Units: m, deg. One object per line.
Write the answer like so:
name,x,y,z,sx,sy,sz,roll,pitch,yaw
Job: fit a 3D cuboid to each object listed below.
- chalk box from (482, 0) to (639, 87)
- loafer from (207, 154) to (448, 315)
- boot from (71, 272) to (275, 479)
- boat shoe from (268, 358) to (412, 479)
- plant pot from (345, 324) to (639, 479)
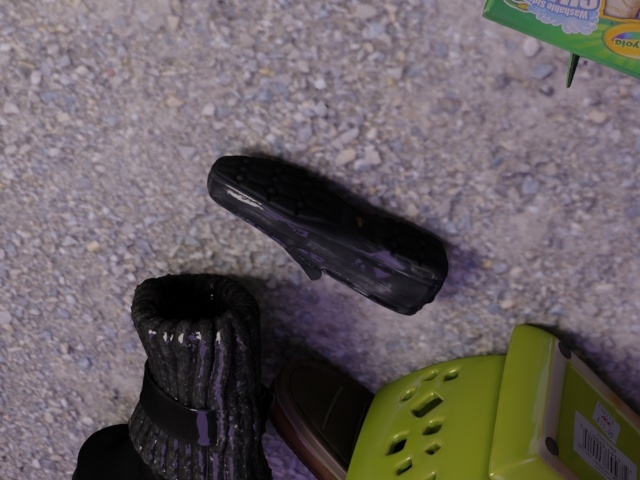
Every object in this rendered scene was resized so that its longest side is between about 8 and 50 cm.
chalk box,0.196,-0.203,1.011,0.132,0.132,0.213,22,131,1
loafer,0.000,0.000,1.292,0.223,0.076,0.078,26,125,-7
boot,-0.147,0.155,1.432,0.348,0.131,0.260,8,114,52
boat shoe,0.047,0.240,1.454,0.307,0.111,0.104,43,129,-17
plant pot,0.173,0.226,1.326,0.207,0.227,0.228,-35,110,32
